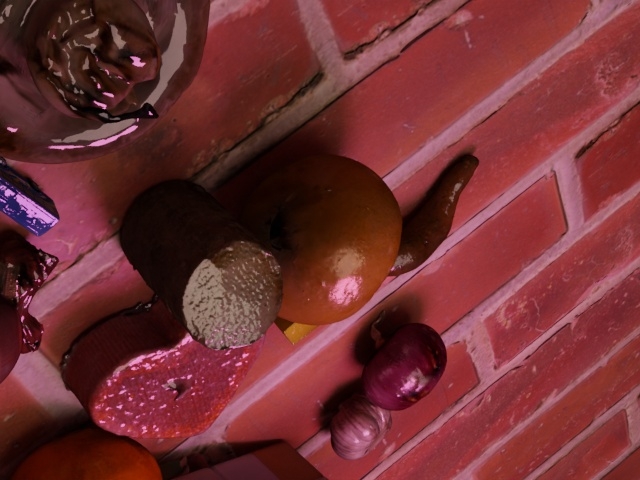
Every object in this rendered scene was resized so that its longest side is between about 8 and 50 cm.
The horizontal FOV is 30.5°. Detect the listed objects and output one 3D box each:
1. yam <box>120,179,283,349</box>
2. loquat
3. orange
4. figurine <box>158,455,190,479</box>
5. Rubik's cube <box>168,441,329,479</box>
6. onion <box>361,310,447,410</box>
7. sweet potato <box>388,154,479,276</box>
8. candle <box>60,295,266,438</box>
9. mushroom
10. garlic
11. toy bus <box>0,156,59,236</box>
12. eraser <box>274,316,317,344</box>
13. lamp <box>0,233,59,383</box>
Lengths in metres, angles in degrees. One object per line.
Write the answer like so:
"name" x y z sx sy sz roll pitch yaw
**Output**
"yam" -0.172 0.025 1.656 0.161 0.268 0.161 -15 123 -25
"loquat" 0.000 0.000 1.772 0.263 0.263 0.263 -23 136 -24
"orange" -0.373 0.435 1.857 0.284 0.226 0.284 -27 138 -28
"figurine" -0.299 0.445 2.049 0.187 0.083 0.083 -32 140 -30
"Rubik's cube" -0.114 0.618 2.091 0.344 0.347 0.346 -6 128 -53
"onion" 0.151 0.232 2.181 0.153 0.177 0.177 17 119 -1
"sweet potato" 0.160 -0.012 2.038 0.346 0.079 0.108 -39 128 -12
"candle" -0.231 0.213 1.862 0.317 0.131 0.287 -27 140 -19
"mushroom" -0.274 -0.240 1.298 0.362 0.294 0.362 -21 134 -23
"garlic" 0.073 0.352 2.259 0.147 0.102 0.159 -60 161 15
"toy bus" -0.403 -0.063 1.526 0.051 0.061 0.153 -41 142 4
"eraser" -0.046 0.096 1.919 0.097 0.122 0.045 -40 139 -7
"lamp" -0.466 0.111 1.573 0.223 0.151 0.215 -65 178 -57
